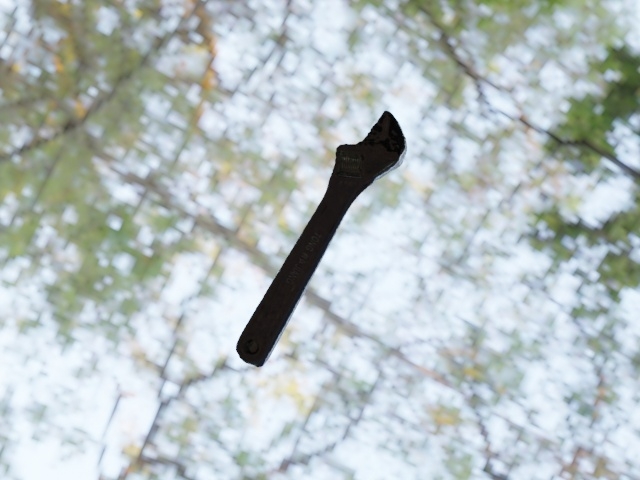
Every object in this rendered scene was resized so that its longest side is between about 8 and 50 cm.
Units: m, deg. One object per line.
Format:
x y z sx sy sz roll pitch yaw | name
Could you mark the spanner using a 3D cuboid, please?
0.000 0.000 1.352 0.046 0.012 0.208 32 -85 18 | spanner
